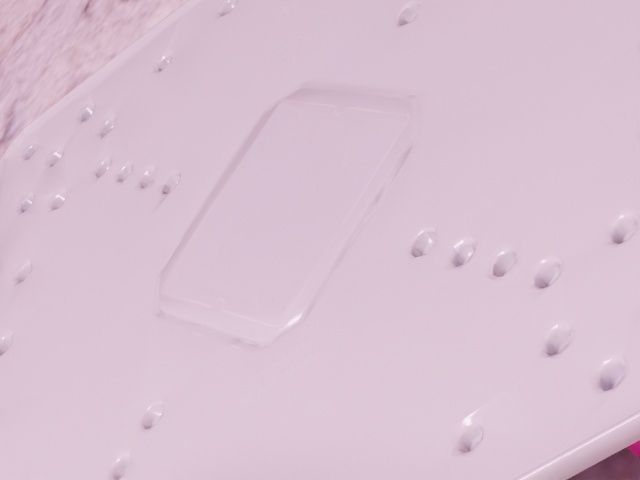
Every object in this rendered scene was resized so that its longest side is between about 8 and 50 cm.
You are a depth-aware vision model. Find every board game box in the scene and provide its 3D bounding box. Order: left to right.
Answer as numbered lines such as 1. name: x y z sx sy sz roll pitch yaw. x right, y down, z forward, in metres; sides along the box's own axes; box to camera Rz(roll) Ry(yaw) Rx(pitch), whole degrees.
1. board game box: 0.000 0.000 0.786 0.390 0.050 0.390 -33 34 27
